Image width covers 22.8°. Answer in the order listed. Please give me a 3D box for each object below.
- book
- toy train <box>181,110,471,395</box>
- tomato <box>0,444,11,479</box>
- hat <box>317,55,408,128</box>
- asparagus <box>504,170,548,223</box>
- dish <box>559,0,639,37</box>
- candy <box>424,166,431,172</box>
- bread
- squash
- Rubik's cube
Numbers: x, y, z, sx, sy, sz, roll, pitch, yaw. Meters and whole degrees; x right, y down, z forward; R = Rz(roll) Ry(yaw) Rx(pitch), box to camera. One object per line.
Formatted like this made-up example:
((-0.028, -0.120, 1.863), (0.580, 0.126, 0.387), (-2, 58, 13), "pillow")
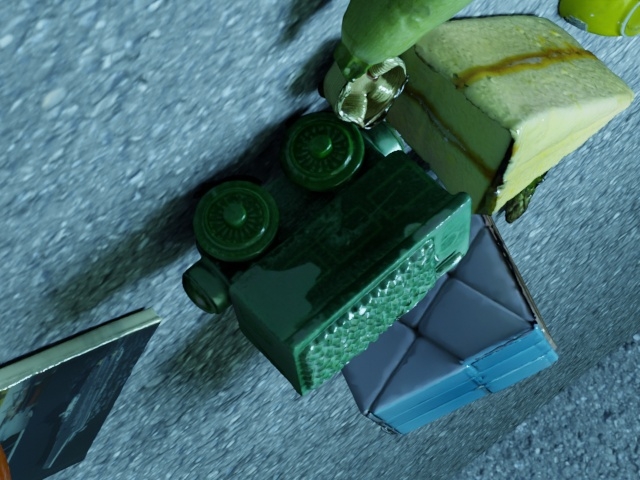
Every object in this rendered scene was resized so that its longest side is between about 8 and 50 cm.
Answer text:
((-0.342, 0.208, 1.593), (0.374, 0.028, 0.262), (-23, 154, -45), "book")
((0.000, 0.000, 1.549), (0.266, 0.202, 0.145), (-41, 159, -14), "toy train")
((-0.361, 0.195, 1.287), (0.208, 0.184, 0.208), (-30, 159, -13), "tomato")
((0.037, -0.155, 1.513), (0.076, 0.059, 0.077), (16, 115, -49), "hat")
((0.292, -0.079, 2.206), (0.036, 0.030, 0.165), (-40, 163, -41), "asparagus")
((0.357, -0.286, 1.823), (0.149, 0.080, 0.208), (-48, 159, 16), "dish")
((0.199, -0.097, 1.944), (0.086, 0.059, 0.292), (-54, 159, 20), "candy")
((0.213, -0.178, 1.657), (0.264, 0.167, 0.163), (-37, 160, -25), "bread")
((0.131, -0.282, 1.352), (0.370, 0.118, 0.118), (-44, 161, 16), "squash")
((0.121, 0.074, 1.831), (0.231, 0.221, 0.224), (-27, 162, 8), "Rubik's cube")
